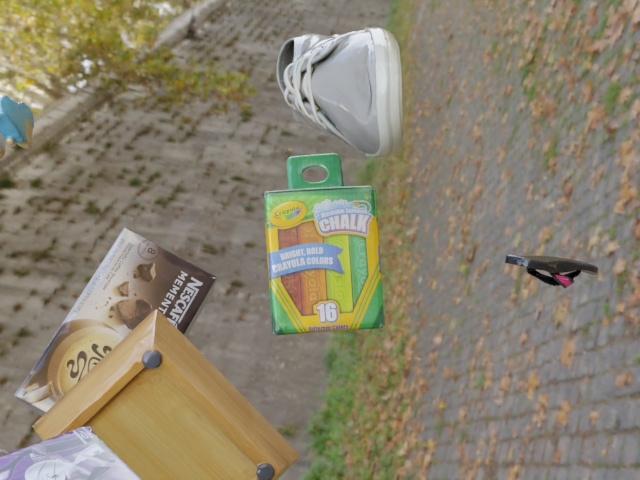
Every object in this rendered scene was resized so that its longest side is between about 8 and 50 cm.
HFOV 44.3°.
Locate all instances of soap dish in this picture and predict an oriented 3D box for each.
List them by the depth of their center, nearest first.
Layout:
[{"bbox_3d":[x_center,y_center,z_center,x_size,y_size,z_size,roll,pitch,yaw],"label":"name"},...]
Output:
[{"bbox_3d":[-0.204,0.276,1.052,0.229,0.291,0.118,-43,7,-4],"label":"soap dish"}]

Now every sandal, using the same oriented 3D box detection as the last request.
[{"bbox_3d":[0.309,0.043,1.061,0.067,0.179,0.040,10,95,49],"label":"sandal"}]

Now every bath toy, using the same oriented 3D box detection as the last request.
[{"bbox_3d":[-0.786,-0.221,1.637,0.129,0.348,0.151,-99,0,-49],"label":"bath toy"}]

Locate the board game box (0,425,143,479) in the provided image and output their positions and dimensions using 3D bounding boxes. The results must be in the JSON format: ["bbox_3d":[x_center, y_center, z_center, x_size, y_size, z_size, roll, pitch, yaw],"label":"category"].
[{"bbox_3d":[-0.237,0.278,0.695,0.347,0.208,0.056,17,119,50],"label":"board game box"}]

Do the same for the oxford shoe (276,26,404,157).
[{"bbox_3d":[0.019,-0.207,1.072,0.449,0.130,0.169,-123,32,-69],"label":"oxford shoe"}]

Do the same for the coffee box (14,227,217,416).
[{"bbox_3d":[-0.304,0.154,1.206,0.297,0.168,0.119,-61,2,-23],"label":"coffee box"}]

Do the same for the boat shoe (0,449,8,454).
[{"bbox_3d":[-0.486,0.283,1.031,0.367,0.156,0.135,-53,45,47],"label":"boat shoe"}]

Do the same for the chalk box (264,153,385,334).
[{"bbox_3d":[0.000,0.000,1.293,0.179,0.180,0.288,158,107,-87],"label":"chalk box"}]
